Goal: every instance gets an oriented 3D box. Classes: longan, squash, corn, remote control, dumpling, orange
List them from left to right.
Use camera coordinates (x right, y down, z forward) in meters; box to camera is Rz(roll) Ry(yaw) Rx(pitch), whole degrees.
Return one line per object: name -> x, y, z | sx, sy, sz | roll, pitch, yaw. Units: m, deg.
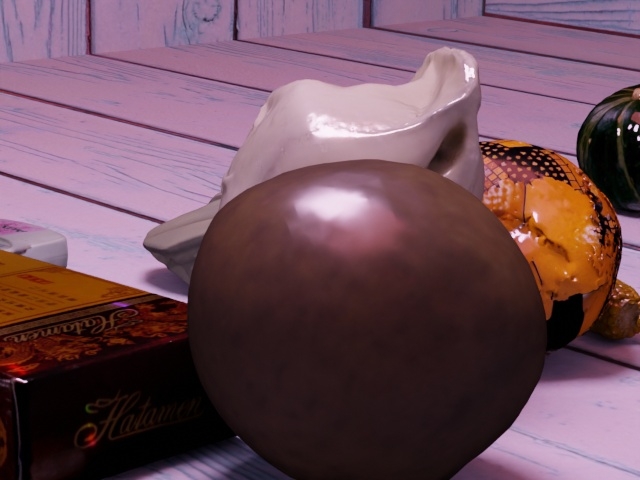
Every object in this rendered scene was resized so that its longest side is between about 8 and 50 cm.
remote control -> -0.451, 0.030, 2.109 | 0.145, 0.050, 0.344 | 13, 18, 39
dumpling -> 0.012, -0.036, 1.806 | 0.233, 0.395, 0.315 | 42, 9, -7
longan -> 0.032, 0.065, 1.520 | 0.297, 0.297, 0.297 | 1, 14, 0
orange -> 0.187, 0.010, 1.893 | 0.234, 0.234, 0.182 | 2, -19, 3
corn -> 0.284, 0.057, 2.031 | 0.068, 0.068, 0.207 | -4, 18, -21
squash -> 0.456, -0.128, 2.572 | 0.218, 0.172, 0.218 | 0, 21, 0

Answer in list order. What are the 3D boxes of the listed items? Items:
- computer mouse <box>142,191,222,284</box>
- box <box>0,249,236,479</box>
computer mouse -> -0.002, -0.004, 2.097 | 0.429, 0.145, 0.228 | 10, 19, 33
box -> -0.294, 0.106, 1.682 | 0.415, 0.115, 0.264 | 14, 17, 41
